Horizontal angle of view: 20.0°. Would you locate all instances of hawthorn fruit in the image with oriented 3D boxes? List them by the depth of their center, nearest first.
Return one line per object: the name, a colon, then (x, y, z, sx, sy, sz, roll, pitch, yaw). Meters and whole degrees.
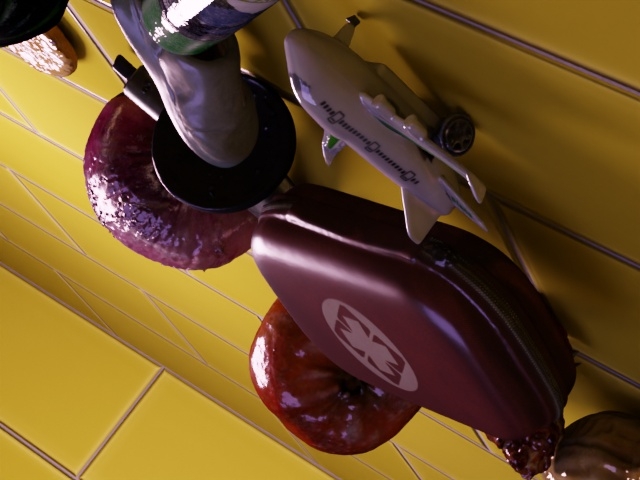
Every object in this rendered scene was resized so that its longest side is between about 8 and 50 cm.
hawthorn fruit: (0.024, 0.141, 2.330, 0.242, 0.242, 0.271, 41, -178, -13)

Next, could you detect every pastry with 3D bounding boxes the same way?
pastry: (0.207, 0.173, 2.095, 0.115, 0.097, 0.208, 24, -155, -52)

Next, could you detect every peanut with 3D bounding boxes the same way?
peanut: (0.363, 0.266, 2.034, 0.147, 0.147, 0.305, 45, 161, -29)

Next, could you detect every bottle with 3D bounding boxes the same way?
bottle: (-0.088, -0.233, 1.616, 0.093, 0.093, 0.330, 40, 167, -11)

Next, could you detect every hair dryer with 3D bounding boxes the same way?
hair dryer: (-0.153, -0.111, 2.090, 0.284, 0.155, 0.320, 25, 173, 7)

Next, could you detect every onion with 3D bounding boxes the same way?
onion: (-0.223, -0.054, 2.423, 0.267, 0.159, 0.349, 43, 165, -9)

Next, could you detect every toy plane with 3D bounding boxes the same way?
toy plane: (0.056, -0.108, 1.652, 0.255, 0.101, 0.251, 50, 163, -28)

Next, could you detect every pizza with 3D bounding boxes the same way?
pizza: (-0.415, -0.293, 2.382, 0.262, 0.034, 0.181, 33, 165, 19)

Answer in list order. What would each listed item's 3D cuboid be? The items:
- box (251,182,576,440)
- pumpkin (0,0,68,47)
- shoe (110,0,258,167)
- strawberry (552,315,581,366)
box: (0.086, 0.071, 1.866, 0.404, 0.108, 0.263, 18, 148, 54)
pumpkin: (-0.377, -0.312, 1.847, 0.248, 0.248, 0.248, 35, 166, 10)
shoe: (-0.118, -0.182, 1.834, 0.100, 0.103, 0.251, -5, 131, 39)
strawberry: (0.201, 0.119, 1.995, 0.131, 0.131, 0.148, 48, 176, -37)
